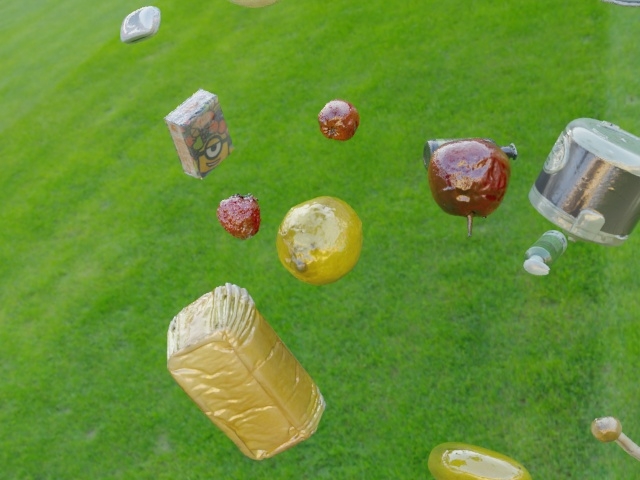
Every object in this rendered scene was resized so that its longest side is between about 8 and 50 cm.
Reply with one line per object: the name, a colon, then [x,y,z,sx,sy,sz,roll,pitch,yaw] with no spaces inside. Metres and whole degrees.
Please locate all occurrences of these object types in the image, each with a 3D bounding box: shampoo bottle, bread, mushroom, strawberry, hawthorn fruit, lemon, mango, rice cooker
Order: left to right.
strawberry: [-0.178,-0.051,1.558,0.106,0.106,0.106,-13,35,10]
bread: [-0.114,0.214,1.103,0.152,0.288,0.119,-28,26,13]
lemon: [0.000,0.000,1.653,0.204,0.204,0.260,-2,26,24]
hawthorn fruit: [0.039,-0.254,1.479,0.093,0.093,0.093,-13,35,10]
hawthorn fruit: [0.409,-0.145,1.941,0.230,0.266,0.210,-4,4,-19]
shampoo bottle: [0.457,-0.260,2.132,0.283,0.101,0.101,-3,34,-7]
mango: [0.265,0.391,1.217,0.191,0.122,0.086,-24,40,56]
shampoo bottle: [0.479,0.030,1.511,0.065,0.065,0.204,4,16,30]
rice cooker: [0.686,-0.141,1.766,0.288,0.277,0.288,17,30,-10]
mushroom: [0.532,0.327,1.081,0.068,0.306,0.043,-38,35,58]

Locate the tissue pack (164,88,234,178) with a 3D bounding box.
tissue pack: [-0.242,-0.213,1.420,0.060,0.148,0.108,25,58,28]

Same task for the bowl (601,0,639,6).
bowl: [0.370,-0.397,0.702,0.146,0.313,0.313,-13,27,-33]

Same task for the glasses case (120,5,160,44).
glasses case: [-0.438,-0.521,1.716,0.045,0.067,0.178,7,-2,-40]

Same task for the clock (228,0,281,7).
clock: [-0.101,-0.512,0.994,0.342,0.184,0.326,40,79,21]
